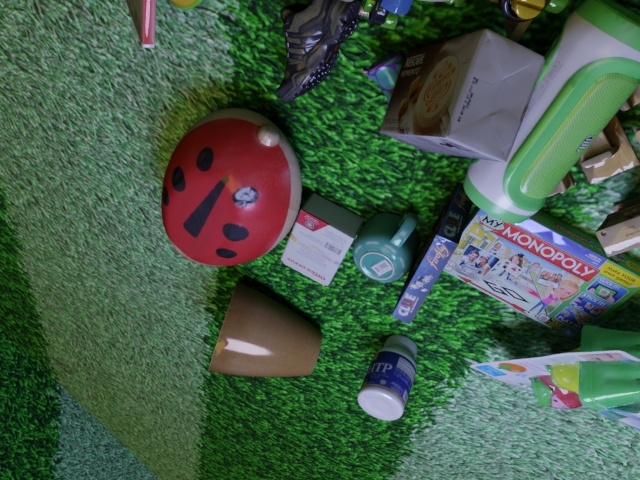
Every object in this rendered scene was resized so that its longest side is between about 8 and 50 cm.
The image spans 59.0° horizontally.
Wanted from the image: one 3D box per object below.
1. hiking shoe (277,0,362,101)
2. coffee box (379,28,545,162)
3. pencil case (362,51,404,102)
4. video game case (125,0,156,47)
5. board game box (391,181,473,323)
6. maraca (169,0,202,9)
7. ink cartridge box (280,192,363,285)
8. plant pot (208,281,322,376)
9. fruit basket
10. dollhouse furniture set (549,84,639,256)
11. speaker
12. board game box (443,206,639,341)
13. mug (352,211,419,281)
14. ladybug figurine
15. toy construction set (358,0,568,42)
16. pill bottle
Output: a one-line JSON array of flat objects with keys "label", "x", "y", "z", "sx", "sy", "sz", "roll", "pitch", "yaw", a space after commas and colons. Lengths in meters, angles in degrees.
[{"label": "hiking shoe", "x": -0.024, "y": -0.341, "z": 0.960, "sx": 0.114, "sy": 0.086, "sz": 0.227, "roll": 46, "pitch": 130, "yaw": 5}, {"label": "coffee box", "x": 0.188, "y": -0.201, "z": 0.810, "sx": 0.098, "sy": 0.246, "sz": 0.141, "roll": 18, "pitch": 98, "yaw": -17}, {"label": "pencil case", "x": 0.137, "y": -0.241, "z": 0.959, "sx": 0.070, "sy": 0.064, "sz": 0.152, "roll": -21, "pitch": 116, "yaw": 24}, {"label": "video game case", "x": -0.292, "y": -0.490, "z": 0.904, "sx": 0.025, "sy": 0.204, "sz": 0.285, "roll": -8, "pitch": 142, "yaw": -24}, {"label": "board game box", "x": 0.216, "y": 0.028, "z": 1.086, "sx": 0.042, "sy": 0.165, "sz": 0.243, "roll": 26, "pitch": 136, "yaw": 6}, {"label": "maraca", "x": -0.230, "y": -0.478, "z": 0.930, "sx": 0.127, "sy": 0.099, "sz": 0.186, "roll": -5, "pitch": 100, "yaw": 33}, {"label": "ink cartridge box", "x": 0.000, "y": 0.000, "z": 1.244, "sx": 0.127, "sy": 0.072, "sz": 0.175, "roll": 29, "pitch": 136, "yaw": 2}, {"label": "plant pot", "x": -0.133, "y": 0.258, "z": 1.460, "sx": 0.254, "sy": 0.237, "sz": 0.237, "roll": 19, "pitch": 137, "yaw": -6}, {"label": "fruit basket", "x": 0.536, "y": 0.295, "z": 1.122, "sx": 0.327, "sy": 0.165, "sz": 0.353, "roll": 26, "pitch": 147, "yaw": -23}, {"label": "dollhouse furniture set", "x": 0.453, "y": -0.123, "z": 0.874, "sx": 0.212, "sy": 0.161, "sz": 0.242, "roll": -27, "pitch": 90, "yaw": 42}, {"label": "speaker", "x": 0.318, "y": -0.166, "z": 0.769, "sx": 0.131, "sy": 0.131, "sz": 0.297, "roll": 29, "pitch": 126, "yaw": 2}, {"label": "board game box", "x": 0.414, "y": 0.050, "z": 1.084, "sx": 0.317, "sy": 0.046, "sz": 0.213, "roll": 28, "pitch": 137, "yaw": 3}, {"label": "mug", "x": 0.131, "y": 0.013, "z": 1.166, "sx": 0.129, "sy": 0.097, "sz": 0.158, "roll": 11, "pitch": 133, "yaw": 20}, {"label": "ladybug figurine", "x": -0.210, "y": -0.088, "z": 1.196, "sx": 0.305, "sy": 0.162, "sz": 0.449, "roll": 42, "pitch": 137, "yaw": 1}, {"label": "toy construction set", "x": 0.209, "y": -0.401, "z": 0.711, "sx": 0.237, "sy": 0.257, "sz": 0.309, "roll": 13, "pitch": 113, "yaw": -6}, {"label": "pill bottle", "x": 0.169, "y": 0.323, "z": 1.358, "sx": 0.112, "sy": 0.187, "sz": 0.112, "roll": 15, "pitch": 134, "yaw": 16}]
